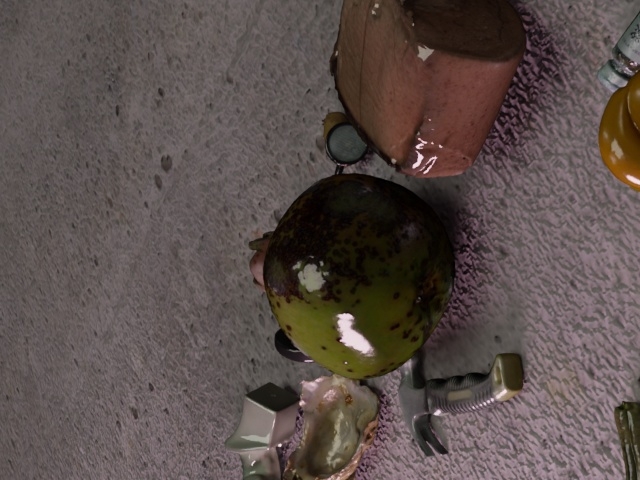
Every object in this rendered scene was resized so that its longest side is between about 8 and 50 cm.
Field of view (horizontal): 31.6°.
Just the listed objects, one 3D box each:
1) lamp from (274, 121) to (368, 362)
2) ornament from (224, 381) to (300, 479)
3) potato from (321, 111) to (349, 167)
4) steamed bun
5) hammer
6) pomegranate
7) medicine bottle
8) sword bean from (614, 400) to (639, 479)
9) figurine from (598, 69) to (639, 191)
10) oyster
[{"bbox_3d":[0.003,0.002,1.773,0.108,0.130,0.371,-16,-70,-85],"label":"lamp"},{"bbox_3d":[-0.102,0.382,1.911,0.120,0.130,0.285,10,92,35],"label":"ornament"},{"bbox_3d":[0.029,-0.162,1.765,0.036,0.037,0.093,-24,73,46],"label":"potato"},{"bbox_3d":[0.149,-0.241,1.487,0.301,0.199,0.251,-117,26,-42],"label":"steamed bun"},{"bbox_3d":[0.191,0.212,1.572,0.226,0.041,0.158,-25,73,50],"label":"hammer"},{"bbox_3d":[0.018,0.037,1.594,0.341,0.285,0.285,10,100,44],"label":"pomegranate"},{"bbox_3d":[0.385,-0.251,1.282,0.051,0.051,0.191,59,136,32],"label":"medicine bottle"},{"bbox_3d":[0.373,0.325,1.346,0.043,0.038,0.269,-2,91,28],"label":"sword bean"},{"bbox_3d":[0.397,-0.070,1.166,0.215,0.215,0.228,-55,39,38],"label":"figurine"},{"bbox_3d":[0.020,0.323,1.773,0.161,0.107,0.232,34,100,52],"label":"oyster"}]
